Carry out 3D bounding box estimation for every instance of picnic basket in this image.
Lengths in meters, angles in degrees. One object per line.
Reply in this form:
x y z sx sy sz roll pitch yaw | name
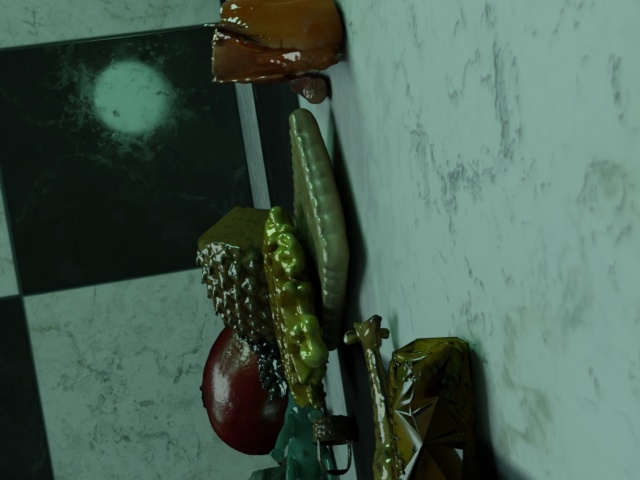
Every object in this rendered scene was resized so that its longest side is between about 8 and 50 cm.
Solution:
0.022 0.302 1.077 0.072 0.072 0.083 100 169 -68 | picnic basket

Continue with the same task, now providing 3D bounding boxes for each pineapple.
-0.105 0.129 1.349 0.202 0.201 0.362 -119 19 -69 | pineapple

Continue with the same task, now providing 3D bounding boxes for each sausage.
-0.016 -0.190 0.898 0.147 0.035 0.030 -124 30 -69 | sausage

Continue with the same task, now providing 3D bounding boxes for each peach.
-0.127 0.334 1.659 0.201 0.257 0.362 40 134 49 | peach

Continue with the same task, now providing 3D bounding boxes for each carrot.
0.082 0.174 0.492 0.069 0.068 0.229 -140 43 -79 | carrot

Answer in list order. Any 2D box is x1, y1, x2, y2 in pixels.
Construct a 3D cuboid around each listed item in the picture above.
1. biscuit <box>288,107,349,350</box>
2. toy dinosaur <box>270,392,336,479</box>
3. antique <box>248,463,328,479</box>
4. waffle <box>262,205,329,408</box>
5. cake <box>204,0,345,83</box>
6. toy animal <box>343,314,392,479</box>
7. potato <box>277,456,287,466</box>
0.000 0.000 0.952 0.325 0.044 0.217 90 166 -63 | biscuit
-0.028 0.394 1.535 0.331 0.129 0.384 -93 -2 -73 | toy dinosaur
-0.067 0.553 1.613 0.086 0.182 0.088 -110 12 -54 | antique
-0.037 0.097 1.010 0.301 0.058 0.282 123 135 -81 | waffle
-0.029 -0.232 0.806 0.287 0.135 0.098 -70 -29 -63 | cake
0.071 0.197 0.650 0.276 0.054 0.149 -106 13 -48 | toy animal
-0.035 0.625 1.804 0.138 0.098 0.243 -107 4 -66 | potato
